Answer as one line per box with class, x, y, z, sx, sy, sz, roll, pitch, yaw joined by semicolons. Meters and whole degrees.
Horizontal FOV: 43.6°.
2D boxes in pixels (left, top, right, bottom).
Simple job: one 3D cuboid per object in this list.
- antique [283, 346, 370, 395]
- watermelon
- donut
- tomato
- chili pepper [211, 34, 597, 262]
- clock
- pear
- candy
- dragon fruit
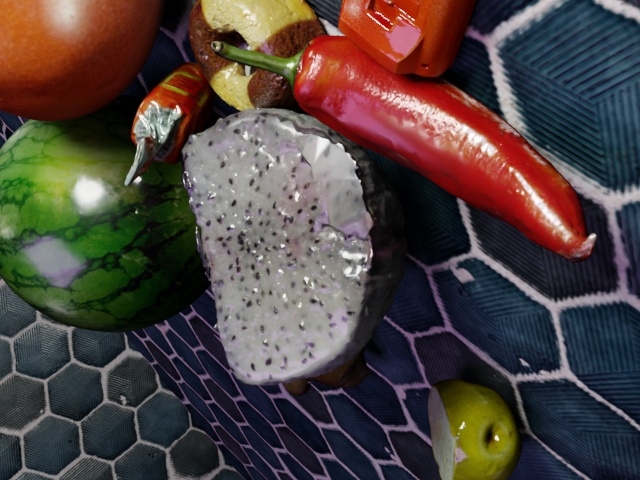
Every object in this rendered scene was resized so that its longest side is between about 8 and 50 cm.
antique;-0.030;0.116;1.181;0.257;0.121;0.143;53;147;11
watermelon;-0.298;-0.035;1.132;0.363;0.363;0.363;38;153;24
donut;-0.071;-0.204;0.846;0.184;0.073;0.166;3;126;56
tomato;-0.304;-0.294;0.880;0.341;0.273;0.341;61;-177;-5
chili pepper;0.083;-0.099;0.673;0.368;0.137;0.092;30;108;26
clock;0.066;-0.209;0.620;0.113;0.061;0.155;43;153;17
pear;0.194;0.237;0.984;0.141;0.104;0.141;175;90;-80
candy;-0.161;-0.143;0.894;0.059;0.292;0.086;21;117;-4
dragon fruit;0.000;0.000;0.871;0.204;0.221;0.283;-13;85;21
